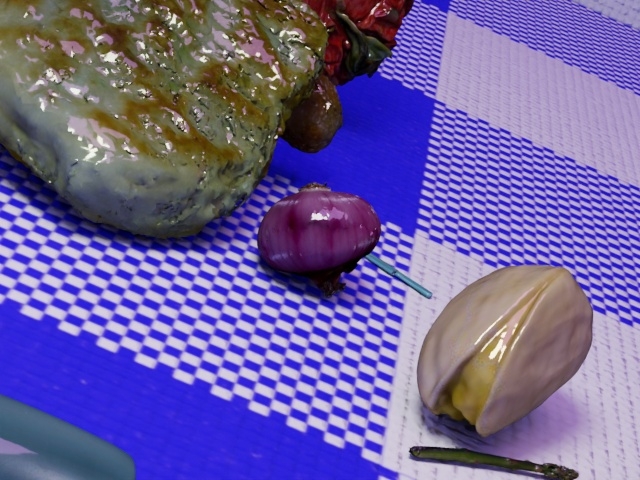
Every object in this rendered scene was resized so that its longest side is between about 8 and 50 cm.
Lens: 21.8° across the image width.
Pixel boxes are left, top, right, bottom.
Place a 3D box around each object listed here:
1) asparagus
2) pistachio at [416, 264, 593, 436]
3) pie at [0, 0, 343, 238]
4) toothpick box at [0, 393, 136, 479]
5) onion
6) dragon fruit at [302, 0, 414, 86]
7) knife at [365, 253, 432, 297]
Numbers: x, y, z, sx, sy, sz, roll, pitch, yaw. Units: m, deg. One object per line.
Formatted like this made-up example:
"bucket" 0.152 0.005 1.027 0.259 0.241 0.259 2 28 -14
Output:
"asparagus" 0.140 0.177 1.333 0.166 0.016 0.013 11 -8 -27
"pistachio" 0.153 0.082 1.388 0.117 0.145 0.200 33 31 22
"pie" -0.196 -0.171 1.573 0.395 0.180 0.418 32 30 16
"toothpick box" -0.199 0.140 0.931 0.184 0.120 0.120 20 22 -17
"onion" 0.000 0.000 1.500 0.115 0.115 0.104 -9 83 -54
"dragon fruit" -0.040 -0.287 1.904 0.299 0.244 0.244 9 18 16
"knife" 0.070 0.030 1.608 0.091 0.005 0.014 34 22 23
